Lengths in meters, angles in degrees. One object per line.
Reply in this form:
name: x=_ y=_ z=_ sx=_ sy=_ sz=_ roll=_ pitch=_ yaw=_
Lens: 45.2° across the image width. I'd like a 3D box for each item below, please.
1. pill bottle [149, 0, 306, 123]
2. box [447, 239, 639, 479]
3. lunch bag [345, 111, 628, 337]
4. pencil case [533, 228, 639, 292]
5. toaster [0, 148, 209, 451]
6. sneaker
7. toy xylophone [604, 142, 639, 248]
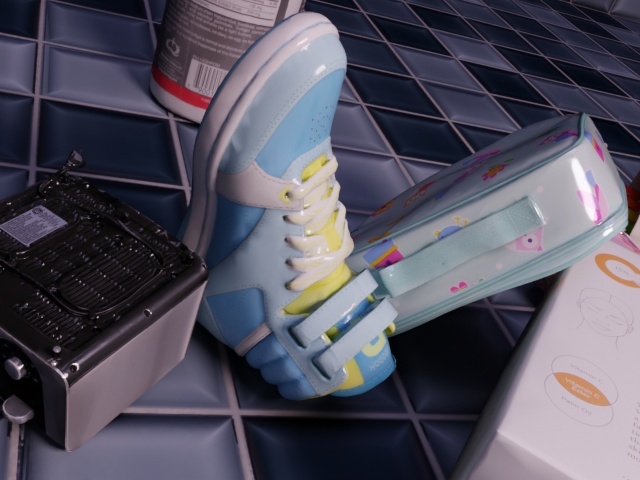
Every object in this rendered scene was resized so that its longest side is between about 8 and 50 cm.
pill bottle: x=-0.106 y=-0.321 z=0.999 sx=0.176 sy=0.319 sz=0.176 roll=16 pitch=31 yaw=-10
box: x=0.242 y=0.165 z=0.615 sx=0.215 sy=0.168 sz=0.345 roll=30 pitch=33 yaw=14
lunch bag: x=0.144 y=-0.009 z=0.731 sx=0.108 sy=0.279 sz=0.224 roll=59 pitch=24 yaw=-7
pencil case: x=0.367 y=0.084 z=0.855 sx=0.124 sy=0.124 sz=0.284 roll=-8 pitch=43 yaw=-38
toaster: x=-0.193 y=0.041 z=0.588 sx=0.168 sy=0.110 sz=0.185 roll=32 pitch=40 yaw=15
sneaker: x=0.000 y=0.000 z=0.597 sx=0.208 sy=0.319 sz=0.127 roll=41 pitch=49 yaw=15
toy xylophone: x=0.498 y=-0.043 z=1.164 sx=0.236 sy=0.081 sz=0.322 roll=33 pitch=33 yaw=18
